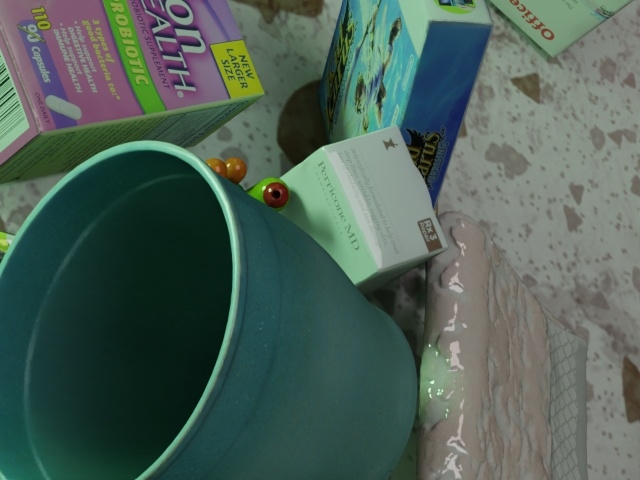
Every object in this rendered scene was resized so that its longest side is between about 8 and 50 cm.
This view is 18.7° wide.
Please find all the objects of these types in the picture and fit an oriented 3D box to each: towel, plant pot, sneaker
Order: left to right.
[{"bbox_3d":[-0.209,0.100,1.546,0.300,0.111,0.121,37,57,-14],"label":"sneaker"},{"bbox_3d":[-0.072,0.095,1.441,0.255,0.272,0.271,24,56,-43],"label":"plant pot"},{"bbox_3d":[0.167,0.183,1.714,0.317,0.053,0.332,40,46,-53],"label":"towel"}]

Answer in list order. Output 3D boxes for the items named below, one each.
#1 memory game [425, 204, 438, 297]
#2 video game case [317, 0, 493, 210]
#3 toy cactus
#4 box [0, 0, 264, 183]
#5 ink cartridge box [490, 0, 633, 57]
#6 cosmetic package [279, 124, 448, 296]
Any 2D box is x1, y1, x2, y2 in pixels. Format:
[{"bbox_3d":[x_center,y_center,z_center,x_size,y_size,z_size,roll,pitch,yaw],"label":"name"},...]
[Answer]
[{"bbox_3d":[0.102,-0.007,1.783,0.012,0.186,0.186,0,65,2],"label":"memory game"},{"bbox_3d":[0.067,-0.155,1.702,0.061,0.269,0.244,4,41,-14],"label":"video game case"},{"bbox_3d":[-0.122,-0.013,1.632,0.112,0.219,0.180,64,9,-8],"label":"toy cactus"},{"bbox_3d":[-0.204,-0.180,1.659,0.243,0.117,0.213,-13,78,-42],"label":"box"},{"bbox_3d":[0.278,-0.341,2.008,0.171,0.233,0.168,42,50,-13],"label":"ink cartridge box"},{"bbox_3d":[0.000,0.000,1.652,0.085,0.231,0.117,-18,80,-32],"label":"cosmetic package"}]
